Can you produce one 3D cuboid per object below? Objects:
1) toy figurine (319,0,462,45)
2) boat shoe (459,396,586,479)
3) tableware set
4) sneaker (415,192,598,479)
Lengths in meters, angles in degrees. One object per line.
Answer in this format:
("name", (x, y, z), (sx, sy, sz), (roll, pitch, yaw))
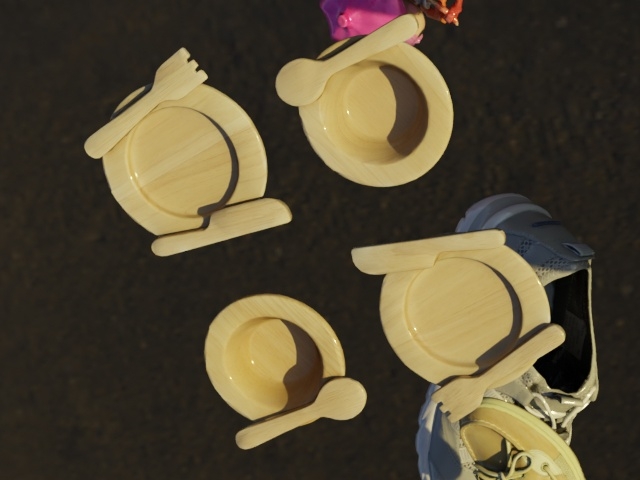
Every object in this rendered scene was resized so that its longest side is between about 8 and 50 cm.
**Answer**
("toy figurine", (0.071, -0.200, 1.274), (0.130, 0.173, 0.159), (34, 83, 34))
("boat shoe", (0.136, 0.162, 1.049), (0.056, 0.048, 0.153), (-21, 114, 43))
("tableware set", (0.000, 0.000, 0.614), (0.141, 0.020, 0.169), (-20, 104, 23))
("sneaker", (0.139, 0.114, 1.194), (0.115, 0.105, 0.281), (29, 126, 55))
